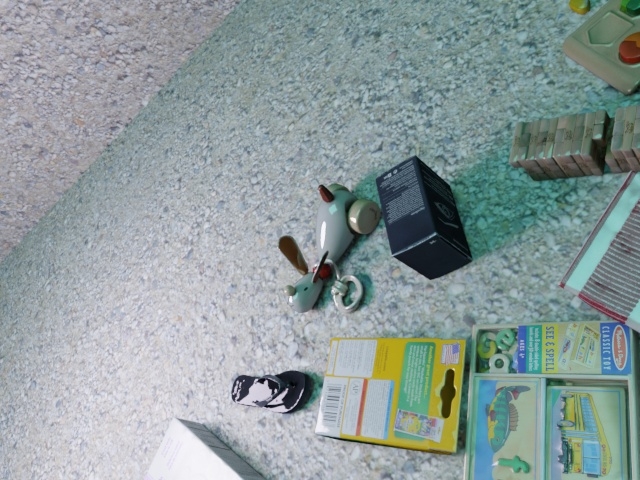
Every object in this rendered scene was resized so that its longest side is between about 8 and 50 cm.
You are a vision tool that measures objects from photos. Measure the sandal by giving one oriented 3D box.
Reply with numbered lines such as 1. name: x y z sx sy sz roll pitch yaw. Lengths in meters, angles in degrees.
1. sandal: -0.128 0.358 1.427 0.254 0.054 0.097 -15 58 37

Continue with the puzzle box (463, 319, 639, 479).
1. puzzle box: 0.369 0.332 0.968 0.272 0.052 0.409 -8 62 36

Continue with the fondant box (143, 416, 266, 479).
1. fondant box: -0.284 0.599 1.411 0.330 0.096 0.238 18 81 48

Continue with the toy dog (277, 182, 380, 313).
1. toy dog: 0.000 0.000 1.428 0.220 0.161 0.334 -2 66 43

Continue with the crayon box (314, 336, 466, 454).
1. crayon box: 0.150 0.299 1.180 0.322 0.083 0.203 -8 63 41

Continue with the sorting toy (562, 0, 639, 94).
1. sorting toy: 0.600 -0.449 1.203 0.229 0.041 0.307 -44 45 16

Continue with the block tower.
1. block tower: 0.523 -0.177 1.089 0.335 0.097 0.091 0 68 41

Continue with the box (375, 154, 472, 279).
1. box: 0.214 -0.046 1.260 0.108 0.153 0.207 -29 50 29

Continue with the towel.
1. towel: 0.569 0.054 0.908 0.329 0.037 0.237 33 92 35
